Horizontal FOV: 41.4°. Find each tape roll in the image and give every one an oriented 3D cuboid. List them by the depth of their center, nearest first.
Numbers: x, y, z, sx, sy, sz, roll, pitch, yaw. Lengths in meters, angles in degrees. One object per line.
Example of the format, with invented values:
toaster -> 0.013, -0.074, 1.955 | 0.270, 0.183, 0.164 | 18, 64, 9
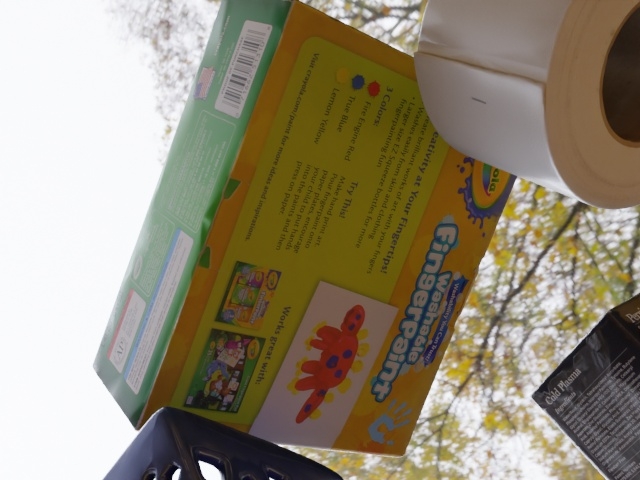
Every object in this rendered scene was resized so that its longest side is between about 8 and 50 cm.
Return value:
tape roll -> 0.233, -0.167, 0.764 | 0.246, 0.169, 0.246 | -14, -63, -29

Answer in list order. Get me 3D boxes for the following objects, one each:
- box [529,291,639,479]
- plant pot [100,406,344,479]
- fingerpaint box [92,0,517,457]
box -> 0.498, 0.204, 1.044 | 0.343, 0.179, 0.312 | -18, -124, -42
plant pot -> -0.086, 0.319, 0.723 | 0.236, 0.212, 0.236 | 32, -81, -34
fingerpaint box -> 0.000, 0.000, 0.965 | 0.371, 0.163, 0.445 | 15, -81, -36
